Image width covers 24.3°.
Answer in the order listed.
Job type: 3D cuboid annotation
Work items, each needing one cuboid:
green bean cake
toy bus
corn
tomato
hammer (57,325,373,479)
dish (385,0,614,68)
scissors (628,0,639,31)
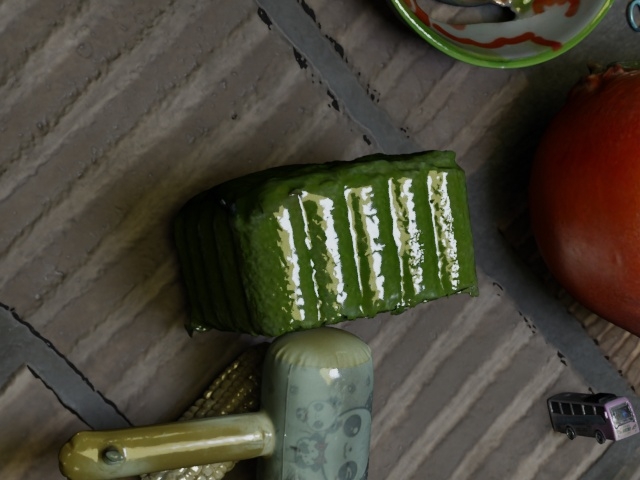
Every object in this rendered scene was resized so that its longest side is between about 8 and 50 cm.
[{"bbox_3d":[0.000,0.000,1.460,0.247,0.250,0.156,-12,96,-23],"label":"green bean cake"},{"bbox_3d":[0.304,0.196,1.666,0.037,0.130,0.052,-16,93,-22],"label":"toy bus"},{"bbox_3d":[-0.100,0.190,1.514,0.211,0.087,0.087,-42,106,-12],"label":"corn"},{"bbox_3d":[0.380,-0.046,1.598,0.321,0.321,0.321,0,90,-25],"label":"tomato"},{"bbox_3d":[-0.097,0.187,1.414,0.305,0.113,0.202,-3,105,-21],"label":"hammer"},{"bbox_3d":[0.174,-0.349,1.614,0.324,0.124,0.324,-3,98,-22],"label":"dish"},{"bbox_3d":[0.381,-0.309,1.762,0.058,0.014,0.119,-16,100,-28],"label":"scissors"}]
